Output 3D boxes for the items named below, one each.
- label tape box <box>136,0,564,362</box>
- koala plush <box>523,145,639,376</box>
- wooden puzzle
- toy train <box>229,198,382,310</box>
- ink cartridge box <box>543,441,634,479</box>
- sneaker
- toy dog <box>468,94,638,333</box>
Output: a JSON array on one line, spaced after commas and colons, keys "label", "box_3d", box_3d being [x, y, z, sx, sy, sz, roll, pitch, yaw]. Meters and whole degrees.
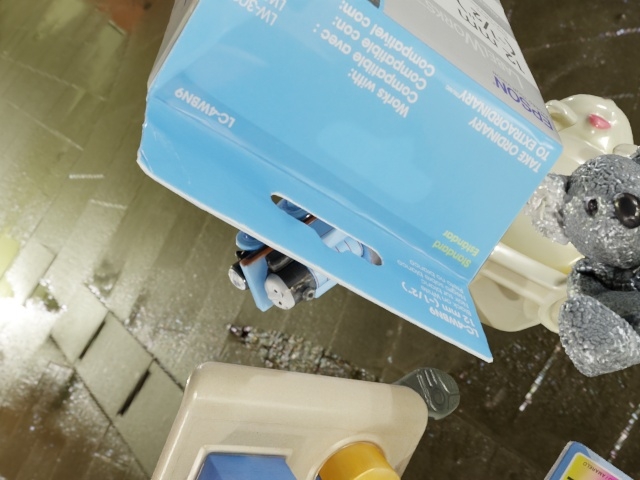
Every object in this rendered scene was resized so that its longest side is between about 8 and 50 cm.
[{"label": "label tape box", "box_3d": [0.033, -0.124, 0.479, 0.115, 0.249, 0.348, -45, 29, 31]}, {"label": "koala plush", "box_3d": [0.316, 0.010, 0.741, 0.196, 0.203, 0.221, -21, 75, 11]}, {"label": "wooden puzzle", "box_3d": [-0.047, 0.322, 0.797, 0.080, 0.322, 0.348, 34, 106, 56]}, {"label": "toy train", "box_3d": [0.000, 0.000, 0.702, 0.184, 0.080, 0.105, -34, 41, -22]}, {"label": "ink cartridge box", "box_3d": [0.198, 0.443, 0.732, 0.151, 0.270, 0.395, 33, 60, 26]}, {"label": "sneaker", "box_3d": [0.117, 0.269, 1.157, 0.130, 0.227, 0.087, -35, 71, 51]}, {"label": "toy dog", "box_3d": [0.389, -0.059, 1.178, 0.284, 0.395, 0.408, 24, 68, 18]}]
